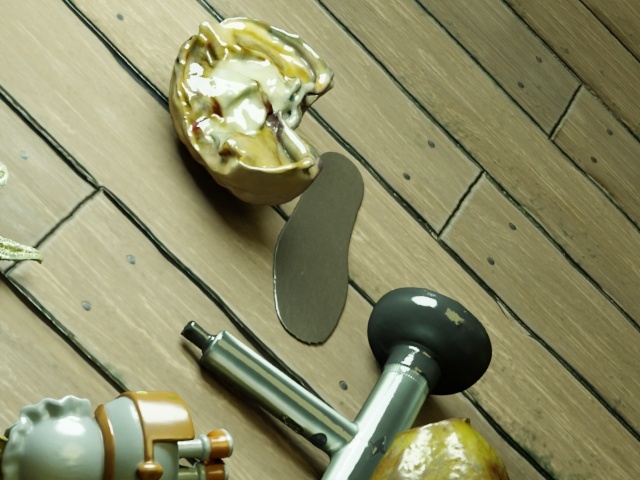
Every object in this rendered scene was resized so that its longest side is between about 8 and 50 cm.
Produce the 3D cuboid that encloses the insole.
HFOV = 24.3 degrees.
[{"bbox_3d":[0.000,0.000,1.872,0.111,0.007,0.328,34,43,-18],"label":"insole"}]

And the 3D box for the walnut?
[{"bbox_3d":[-0.097,-0.151,1.803,0.204,0.141,0.238,21,50,-14],"label":"walnut"}]

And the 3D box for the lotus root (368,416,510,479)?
[{"bbox_3d":[0.119,0.331,1.571,0.193,0.193,0.291,4,87,-39],"label":"lotus root"}]

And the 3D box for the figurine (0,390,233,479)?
[{"bbox_3d":[-0.210,0.216,1.430,0.271,0.143,0.143,-1,61,-44],"label":"figurine"}]

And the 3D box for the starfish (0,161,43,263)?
[{"bbox_3d":[-0.362,-0.011,1.525,0.176,0.053,0.208,28,48,-24],"label":"starfish"}]

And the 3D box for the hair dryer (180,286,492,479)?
[{"bbox_3d":[0.020,0.142,1.679,0.284,0.156,0.320,54,48,-11],"label":"hair dryer"}]
